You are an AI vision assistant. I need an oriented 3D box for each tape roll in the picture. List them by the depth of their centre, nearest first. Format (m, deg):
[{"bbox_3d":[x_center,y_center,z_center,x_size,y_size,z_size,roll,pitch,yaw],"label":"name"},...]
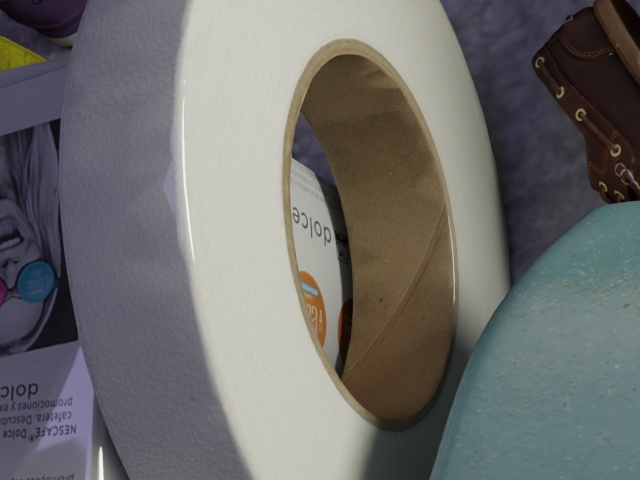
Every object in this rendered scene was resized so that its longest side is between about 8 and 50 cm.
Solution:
[{"bbox_3d":[0.000,0.000,1.003,0.072,0.392,0.392,-8,71,27],"label":"tape roll"}]

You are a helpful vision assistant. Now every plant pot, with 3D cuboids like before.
[{"bbox_3d":[0.209,0.112,0.944,0.248,0.247,0.252,-8,53,27],"label":"plant pot"}]

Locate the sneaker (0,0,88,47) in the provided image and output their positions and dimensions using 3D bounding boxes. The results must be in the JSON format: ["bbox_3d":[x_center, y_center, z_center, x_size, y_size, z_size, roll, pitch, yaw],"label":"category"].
[{"bbox_3d":[-0.140,-0.274,1.324,0.107,0.124,0.283,32,91,32],"label":"sneaker"}]

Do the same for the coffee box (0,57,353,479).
[{"bbox_3d":[-0.171,0.125,1.086,0.338,0.338,0.334,-8,71,26],"label":"coffee box"}]

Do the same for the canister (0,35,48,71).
[{"bbox_3d":[-0.275,-0.115,1.349,0.170,0.126,0.073,17,83,34],"label":"canister"}]

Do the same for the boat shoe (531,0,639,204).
[{"bbox_3d":[0.189,-0.051,1.103,0.073,0.073,0.207,-37,51,20],"label":"boat shoe"}]
